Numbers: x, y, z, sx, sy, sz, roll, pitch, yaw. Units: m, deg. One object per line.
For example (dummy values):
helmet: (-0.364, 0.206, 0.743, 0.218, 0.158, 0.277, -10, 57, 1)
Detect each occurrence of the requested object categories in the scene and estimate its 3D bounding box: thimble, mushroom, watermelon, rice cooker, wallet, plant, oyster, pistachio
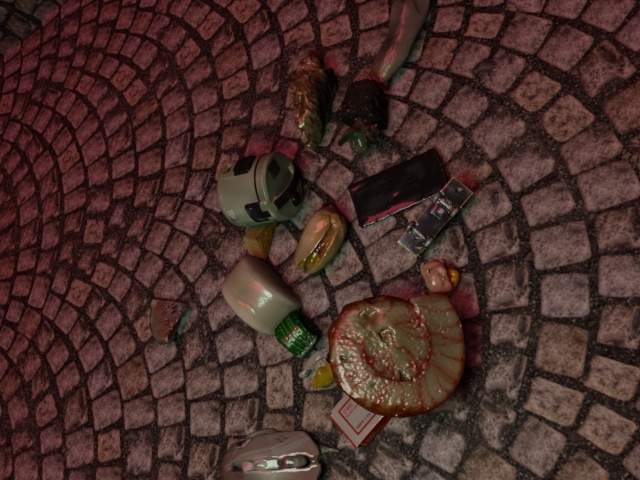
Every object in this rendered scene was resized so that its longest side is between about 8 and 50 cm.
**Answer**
thimble: (-0.063, 0.262, 1.725, 0.090, 0.118, 0.130, -48, 38, 6)
mushroom: (0.241, -0.626, 1.841, 0.109, 0.097, 0.351, 19, 88, 35)
watermelon: (-0.485, 0.256, 2.027, 0.139, 0.071, 0.187, -30, 53, 13)
rice cooker: (-0.178, -0.153, 1.870, 0.244, 0.226, 0.225, -6, 72, 29)
wallet: (0.219, -0.148, 1.742, 0.286, 0.030, 0.145, -24, 61, 22)
plant: (0.124, -0.361, 1.804, 0.143, 0.131, 0.203, 7, 69, 32)
oyster: (-0.020, -0.458, 1.930, 0.110, 0.166, 0.341, -11, 52, 38)
pistachio: (0.000, 0.000, 1.783, 0.200, 0.117, 0.145, -64, 17, 8)

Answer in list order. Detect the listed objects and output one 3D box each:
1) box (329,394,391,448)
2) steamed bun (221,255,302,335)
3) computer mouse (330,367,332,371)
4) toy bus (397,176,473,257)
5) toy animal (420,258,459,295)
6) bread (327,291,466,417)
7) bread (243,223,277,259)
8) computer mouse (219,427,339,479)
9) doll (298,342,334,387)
box: (0.136, 0.414, 1.600, 0.229, 0.050, 0.123, -51, 55, 8)
steamed bun: (-0.187, 0.156, 1.812, 0.146, 0.164, 0.241, -51, 56, 10)
computer mouse: (0.098, 0.273, 1.639, 0.128, 0.079, 0.230, -25, 40, 62)
toy bus: (0.298, -0.062, 1.626, 0.081, 0.074, 0.226, 39, 99, 5)
toy animal: (0.303, 0.090, 1.581, 0.091, 0.082, 0.114, -27, 62, 21)
bread: (0.184, 0.278, 1.499, 0.328, 0.114, 0.294, -3, 76, 2)
bread: (-0.184, -0.009, 1.953, 0.084, 0.080, 0.109, 11, 46, 34)
computer mouse: (-0.131, 0.607, 1.667, 0.389, 0.115, 0.199, -18, 69, 27)
doll: (-0.007, 0.350, 1.703, 0.135, 0.072, 0.113, -27, 54, 27)
